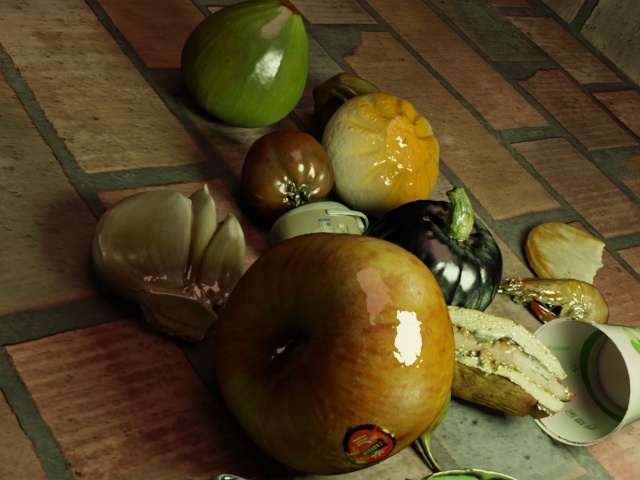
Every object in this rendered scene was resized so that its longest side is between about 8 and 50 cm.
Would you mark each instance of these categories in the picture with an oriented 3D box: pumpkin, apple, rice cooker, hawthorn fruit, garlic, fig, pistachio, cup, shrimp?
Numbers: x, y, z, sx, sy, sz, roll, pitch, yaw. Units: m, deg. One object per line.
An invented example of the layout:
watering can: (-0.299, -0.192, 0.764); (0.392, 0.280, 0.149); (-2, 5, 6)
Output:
pumpkin: (0.253, 0.027, 2.021); (0.296, 0.295, 0.295); (18, 37, -14)
apple: (0.029, 0.184, 1.598); (0.334, 0.400, 0.400); (22, 27, -54)
rice cooker: (0.000, 0.000, 1.996); (0.206, 0.145, 0.127); (0, 51, -19)
hawthorn fruit: (-0.086, -0.153, 2.102); (0.199, 0.199, 0.251); (8, 25, -26)
garlic: (-0.279, 0.029, 1.782); (0.279, 0.132, 0.325); (15, 40, -19)
fig: (-0.157, -0.422, 2.262); (0.316, 0.316, 0.316); (18, 37, -14)
pistachio: (0.099, -0.304, 2.428); (0.260, 0.163, 0.213); (38, -4, -20)
cup: (0.580, 0.277, 1.982); (0.274, 0.253, 0.253); (2, 43, -43)
shrimp: (0.529, 0.153, 2.235); (0.287, 0.063, 0.152); (7, 67, -11)
fig: (0.193, 0.337, 1.769); (0.124, 0.124, 0.236); (-3, 70, -36)

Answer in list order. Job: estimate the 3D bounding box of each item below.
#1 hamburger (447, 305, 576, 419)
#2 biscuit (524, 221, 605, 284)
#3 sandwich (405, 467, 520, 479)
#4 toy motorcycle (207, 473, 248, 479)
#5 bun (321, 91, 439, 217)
hamburger: (0.317, 0.240, 1.877); (0.282, 0.245, 0.155); (47, 45, -26)
biscuit: (0.600, 0.046, 2.426); (0.205, 0.040, 0.309); (32, 37, 4)
sandwich: (0.256, 0.481, 1.614); (0.292, 0.109, 0.212); (-4, 53, -34)
toy motorcycle: (-0.093, 0.437, 1.432); (0.307, 0.108, 0.173); (27, 30, -6)
bun: (0.154, -0.204, 2.227); (0.299, 0.165, 0.298); (6, 77, -29)
